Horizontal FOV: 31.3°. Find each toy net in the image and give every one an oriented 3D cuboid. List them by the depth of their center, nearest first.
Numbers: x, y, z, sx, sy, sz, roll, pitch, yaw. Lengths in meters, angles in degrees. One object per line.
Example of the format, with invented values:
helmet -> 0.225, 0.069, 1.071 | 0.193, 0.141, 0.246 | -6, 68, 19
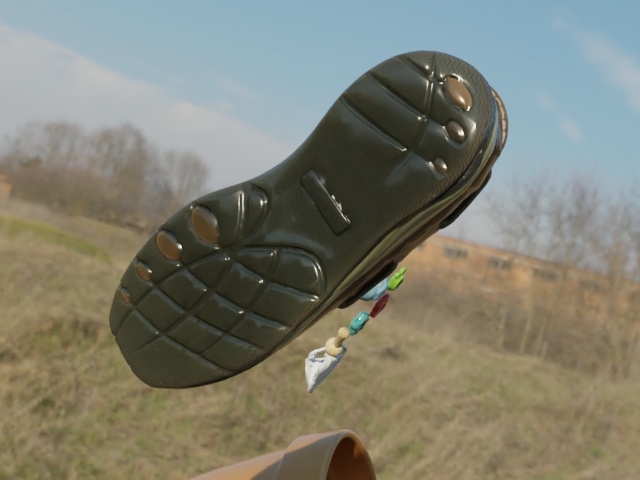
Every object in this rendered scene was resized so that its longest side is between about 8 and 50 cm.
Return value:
toy net -> 0.040, 0.127, 1.721 | 0.045, 0.232, 0.122 | 39, 16, 14

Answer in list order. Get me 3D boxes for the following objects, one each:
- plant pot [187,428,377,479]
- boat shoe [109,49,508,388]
plant pot -> -0.053, 0.376, 1.355 | 0.204, 0.290, 0.291 | -7, -9, 17
boat shoe -> 0.000, 0.000, 0.795 | 0.122, 0.324, 0.120 | 62, 22, 16
